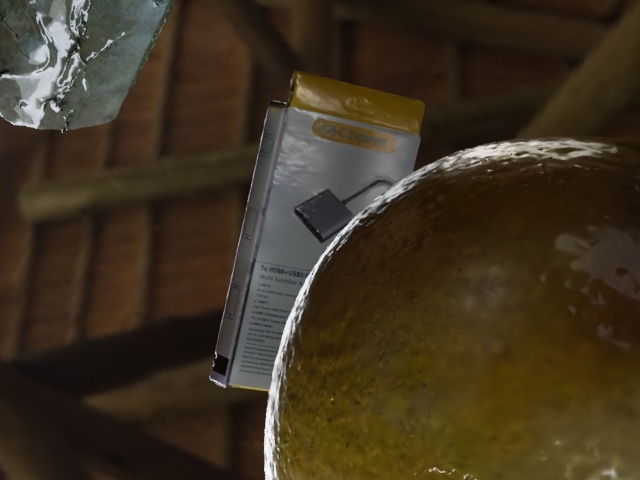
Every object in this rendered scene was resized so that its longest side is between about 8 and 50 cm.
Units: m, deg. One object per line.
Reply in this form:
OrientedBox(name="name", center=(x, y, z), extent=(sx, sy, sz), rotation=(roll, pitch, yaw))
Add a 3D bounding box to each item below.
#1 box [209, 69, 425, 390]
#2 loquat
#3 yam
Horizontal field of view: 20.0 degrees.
OrientedBox(name="box", center=(0.000, 0.000, 1.410), extent=(0.033, 0.129, 0.247), rotation=(17, -85, 61))
OrientedBox(name="loquat", center=(0.134, 0.122, 0.954), extent=(0.328, 0.328, 0.359), rotation=(-54, -155, 27))
OrientedBox(name="yam", center=(-0.196, -0.241, 1.491), extent=(0.202, 0.201, 0.271), rotation=(-74, -176, -53))
